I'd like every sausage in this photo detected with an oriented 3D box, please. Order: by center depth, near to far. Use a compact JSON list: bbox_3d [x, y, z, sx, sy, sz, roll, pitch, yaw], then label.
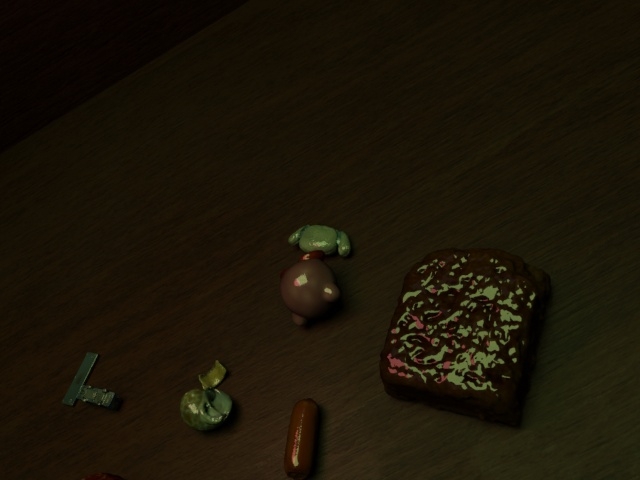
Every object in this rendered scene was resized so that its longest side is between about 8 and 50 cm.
[{"bbox_3d":[-0.046,0.487,1.464,0.076,0.076,0.198,-8,53,22],"label":"sausage"}]

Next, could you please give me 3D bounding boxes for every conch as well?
[{"bbox_3d":[-0.319,0.461,1.607,0.172,0.106,0.116,2,49,11],"label":"conch"}]

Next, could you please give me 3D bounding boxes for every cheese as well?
[{"bbox_3d":[-0.311,0.389,1.690,0.084,0.042,0.060,-37,54,-23],"label":"cheese"}]

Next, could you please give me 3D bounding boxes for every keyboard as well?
[{"bbox_3d":[-0.771,0.445,1.900,0.055,0.014,0.176,3,59,29],"label":"keyboard"}]

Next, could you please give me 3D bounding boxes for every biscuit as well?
[{"bbox_3d":[0.342,0.209,1.409,0.342,0.166,0.395,4,60,31],"label":"biscuit"}]

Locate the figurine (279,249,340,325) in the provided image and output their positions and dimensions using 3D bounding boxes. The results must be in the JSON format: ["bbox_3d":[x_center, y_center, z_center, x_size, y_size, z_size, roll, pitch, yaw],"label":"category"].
[{"bbox_3d":[-0.030,0.135,1.648,0.173,0.173,0.173,-13,52,18],"label":"figurine"}]

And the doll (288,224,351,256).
[{"bbox_3d":[0.000,0.000,1.791,0.213,0.072,0.104,8,62,27],"label":"doll"}]

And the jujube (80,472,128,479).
[{"bbox_3d":[-0.535,0.696,1.473,0.232,0.213,0.213,5,59,37],"label":"jujube"}]

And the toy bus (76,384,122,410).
[{"bbox_3d":[-0.672,0.478,1.795,0.152,0.061,0.051,3,60,30],"label":"toy bus"}]
